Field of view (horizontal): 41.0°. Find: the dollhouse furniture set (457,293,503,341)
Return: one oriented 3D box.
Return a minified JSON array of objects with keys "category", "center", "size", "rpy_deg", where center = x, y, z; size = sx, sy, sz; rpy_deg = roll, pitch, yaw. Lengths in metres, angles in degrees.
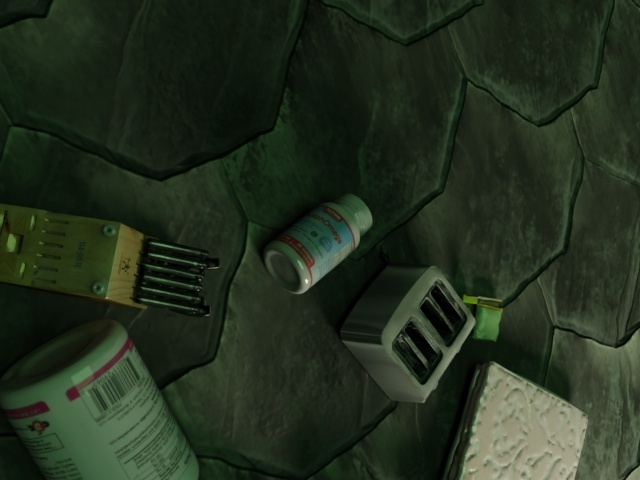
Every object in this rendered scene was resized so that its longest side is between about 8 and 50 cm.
[{"category":"dollhouse furniture set","center":[0.273,0.132,1.461],"size":[0.152,0.058,0.076],"rpy_deg":[10,84,-36]}]

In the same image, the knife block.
[{"category":"knife block","center":[-0.271,0.032,1.050],"size":[0.276,0.242,0.088],"rpy_deg":[8,81,8]}]

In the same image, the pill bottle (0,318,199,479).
[{"category":"pill bottle","center":[-0.242,0.250,1.008],"size":[0.160,0.160,0.283],"rpy_deg":[-35,110,-32]}]

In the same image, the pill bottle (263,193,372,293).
[{"category":"pill bottle","center":[0.000,0.000,1.239],"size":[0.160,0.087,0.087],"rpy_deg":[-39,112,-31]}]

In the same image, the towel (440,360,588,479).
[{"category":"towel","center":[0.339,0.414,1.512],"size":[0.317,0.053,0.332],"rpy_deg":[30,72,-32]}]

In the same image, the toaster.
[{"category":"toaster","center":[0.133,0.133,1.323],"size":[0.168,0.110,0.185],"rpy_deg":[-51,117,-27]}]
